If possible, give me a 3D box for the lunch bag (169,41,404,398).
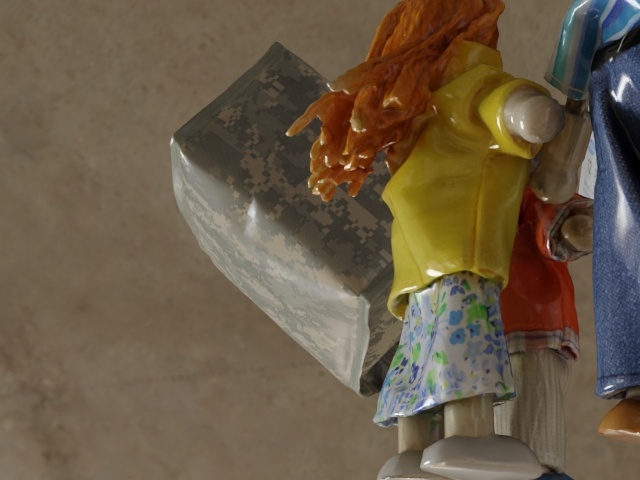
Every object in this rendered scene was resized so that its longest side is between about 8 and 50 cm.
[{"bbox_3d":[0.000,0.000,1.304,0.235,0.169,0.287,39,157,16],"label":"lunch bag"}]

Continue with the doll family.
[{"bbox_3d":[0.074,-0.023,0.380,0.118,0.163,0.263,14,156,-30],"label":"doll family"}]

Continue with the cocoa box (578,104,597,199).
[{"bbox_3d":[0.333,-0.090,0.722,0.347,0.231,0.227,2,108,-2],"label":"cocoa box"}]
